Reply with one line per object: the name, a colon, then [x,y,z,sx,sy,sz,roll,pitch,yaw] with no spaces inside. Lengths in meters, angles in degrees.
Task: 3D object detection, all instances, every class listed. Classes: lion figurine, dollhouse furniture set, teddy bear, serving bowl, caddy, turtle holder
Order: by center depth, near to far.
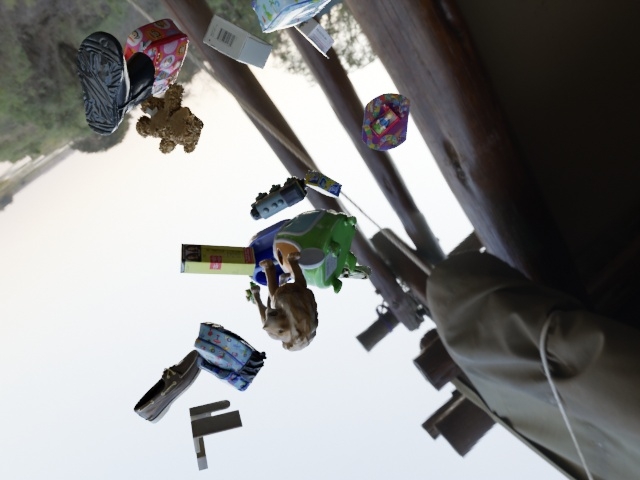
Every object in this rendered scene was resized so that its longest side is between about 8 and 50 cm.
lion figurine: [-0.092,0.184,1.284,0.142,0.240,0.392,-13,162,-11]
dollhouse furniture set: [-0.273,0.506,1.320,0.123,0.151,0.144,-9,-153,-16]
serving bowl: [-0.027,0.054,1.400,0.083,0.027,0.083,-6,-145,4]
turtle holder: [-0.006,-0.005,1.582,0.227,0.243,0.320,13,-117,21]
teddy bear: [-0.517,-0.410,1.717,0.338,0.245,0.113,2,-178,37]
caddy: [-0.168,0.054,2.170,0.341,0.241,0.179,-27,-161,0]

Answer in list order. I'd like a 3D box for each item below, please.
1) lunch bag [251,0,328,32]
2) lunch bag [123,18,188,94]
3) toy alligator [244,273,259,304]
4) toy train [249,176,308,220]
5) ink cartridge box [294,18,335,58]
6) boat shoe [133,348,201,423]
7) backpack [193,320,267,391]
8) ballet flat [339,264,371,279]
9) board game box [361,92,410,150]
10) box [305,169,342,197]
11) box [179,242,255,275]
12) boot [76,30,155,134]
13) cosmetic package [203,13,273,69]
lunch bag: [-0.059,-0.591,1.221,0.176,0.090,0.219,-25,-166,-17]
lunch bag: [-0.623,-0.640,1.803,0.258,0.120,0.293,-43,177,-42]
toy alligator: [-0.253,0.194,1.904,0.056,0.189,0.051,-23,-124,-24]
toy train: [-0.215,-0.210,2.545,0.334,0.142,0.190,-26,-162,15]
ink cartridge box: [-0.020,-0.721,1.740,0.061,0.104,0.181,-46,-128,14]
boat shoe: [-0.564,0.536,1.881,0.324,0.097,0.116,-49,-150,-4]
backpack: [-0.243,0.282,1.248,0.158,0.173,0.117,16,-116,35]
ballet flat: [0.089,0.108,1.708,0.168,0.057,0.052,0,-151,14]
board game box: [0.178,-0.338,1.397,0.133,0.033,0.168,5,-96,24]
box: [0.014,-0.204,1.826,0.059,0.169,0.054,17,-90,31]
box: [-0.331,0.062,1.605,0.087,0.232,0.058,-104,-154,-45]
boot: [-0.450,-0.385,1.129,0.207,0.094,0.246,-75,-174,-46]
cosmetic package: [-0.315,-0.773,1.968,0.113,0.160,0.309,-61,177,17]
